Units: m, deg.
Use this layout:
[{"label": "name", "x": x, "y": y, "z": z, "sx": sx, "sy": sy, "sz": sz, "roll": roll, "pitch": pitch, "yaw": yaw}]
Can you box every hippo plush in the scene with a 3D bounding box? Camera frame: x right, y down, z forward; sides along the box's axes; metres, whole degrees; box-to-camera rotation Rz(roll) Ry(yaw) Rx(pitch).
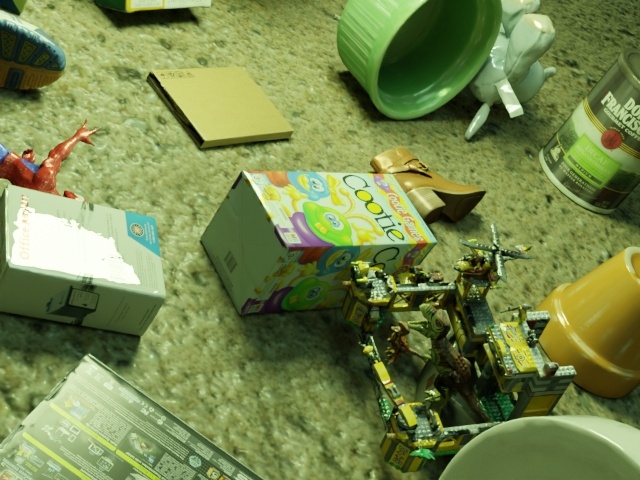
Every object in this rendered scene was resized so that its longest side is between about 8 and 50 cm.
[{"label": "hippo plush", "x": 0.400, "y": -0.371, "z": 2.109, "sx": 0.236, "sy": 0.234, "sz": 0.294, "roll": 3, "pitch": 67, "yaw": -54}]

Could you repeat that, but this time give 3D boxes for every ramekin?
[{"label": "ramekin", "x": 0.176, "y": -0.389, "z": 1.934, "sx": 0.303, "sy": 0.303, "sz": 0.148, "roll": -7, "pitch": 45, "yaw": -44}]

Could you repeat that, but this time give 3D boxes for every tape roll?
[{"label": "tape roll", "x": 0.246, "y": 0.364, "z": 1.020, "sx": 0.072, "sy": 0.392, "sz": 0.392, "roll": 5, "pitch": 45, "yaw": -37}]

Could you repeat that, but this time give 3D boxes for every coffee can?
[{"label": "coffee can", "x": 0.604, "y": -0.218, "z": 2.098, "sx": 0.201, "sy": 0.275, "sz": 0.201, "roll": 22, "pitch": 37, "yaw": -18}]

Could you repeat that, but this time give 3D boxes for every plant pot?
[{"label": "plant pot", "x": 0.483, "y": 0.118, "z": 1.680, "sx": 0.205, "sy": 0.188, "sz": 0.205, "roll": 22, "pitch": 37, "yaw": -18}]

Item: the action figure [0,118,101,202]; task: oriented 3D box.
[{"label": "action figure", "x": -0.399, "y": -0.128, "z": 1.316, "sx": 0.280, "sy": 0.091, "sz": 0.139, "roll": 34, "pitch": 44, "yaw": -2}]

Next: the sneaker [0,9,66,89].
[{"label": "sneaker", "x": -0.494, "y": -0.307, "z": 1.434, "sx": 0.296, "sy": 0.112, "sz": 0.131, "roll": 17, "pitch": 38, "yaw": -25}]

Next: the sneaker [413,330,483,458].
[{"label": "sneaker", "x": 0.199, "y": 0.218, "z": 1.433, "sx": 0.118, "sy": 0.083, "sz": 0.222, "roll": 35, "pitch": 45, "yaw": -7}]

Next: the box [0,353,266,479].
[{"label": "box", "x": -0.195, "y": 0.266, "z": 1.057, "sx": 0.270, "sy": 0.060, "sz": 0.216, "roll": 35, "pitch": 35, "yaw": 0}]

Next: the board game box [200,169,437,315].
[{"label": "board game box", "x": 0.000, "y": 0.000, "z": 1.456, "sx": 0.275, "sy": 0.142, "sz": 0.144, "roll": -2, "pitch": 49, "yaw": -41}]

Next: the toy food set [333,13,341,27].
[{"label": "toy food set", "x": 0.085, "y": -0.428, "z": 2.135, "sx": 0.122, "sy": 0.019, "sz": 0.078, "roll": 20, "pitch": 38, "yaw": -21}]

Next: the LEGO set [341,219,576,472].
[{"label": "LEGO set", "x": 0.168, "y": 0.115, "z": 1.308, "sx": 0.255, "sy": 0.192, "sz": 0.331, "roll": 4, "pitch": 47, "yaw": -12}]

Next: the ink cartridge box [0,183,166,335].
[{"label": "ink cartridge box", "x": -0.291, "y": 0.024, "z": 1.239, "sx": 0.190, "sy": 0.082, "sz": 0.140, "roll": 12, "pitch": 40, "yaw": -27}]

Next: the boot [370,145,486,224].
[{"label": "boot", "x": 0.189, "y": -0.105, "z": 1.802, "sx": 0.197, "sy": 0.073, "sz": 0.152, "roll": -9, "pitch": 50, "yaw": -48}]

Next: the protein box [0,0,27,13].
[{"label": "protein box", "x": -0.517, "y": -0.490, "z": 1.606, "sx": 0.199, "sy": 0.136, "sz": 0.201, "roll": 21, "pitch": 38, "yaw": -18}]

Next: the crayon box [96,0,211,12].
[{"label": "crayon box", "x": -0.268, "y": -0.552, "z": 1.730, "sx": 0.083, "sy": 0.323, "sz": 0.203, "roll": 21, "pitch": 24, "yaw": 33}]

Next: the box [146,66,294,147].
[{"label": "box", "x": -0.160, "y": -0.219, "z": 1.686, "sx": 0.201, "sy": 0.021, "sz": 0.164, "roll": -13, "pitch": 57, "yaw": -47}]
